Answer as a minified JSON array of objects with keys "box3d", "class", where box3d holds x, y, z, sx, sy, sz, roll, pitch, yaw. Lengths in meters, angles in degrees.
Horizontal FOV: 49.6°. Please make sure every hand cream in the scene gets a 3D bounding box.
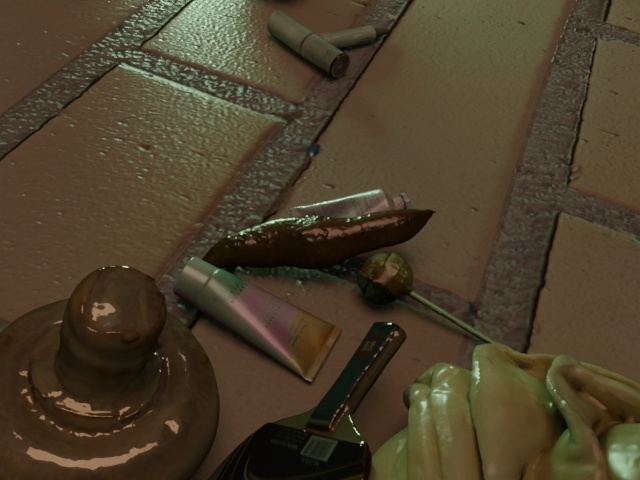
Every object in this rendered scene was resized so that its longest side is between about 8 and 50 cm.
[{"box3d":[-0.068,0.077,0.726,0.174,0.047,0.076,29,48,6],"class":"hand cream"},{"box3d":[0.040,-0.026,0.837,0.142,0.053,0.084,-17,50,-2],"class":"hand cream"}]

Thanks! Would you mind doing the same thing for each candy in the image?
[{"box3d":[0.131,0.079,0.753,0.203,0.061,0.061,32,51,9],"class":"candy"}]

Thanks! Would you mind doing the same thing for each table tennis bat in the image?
[{"box3d":[-0.014,0.181,0.572,0.173,0.022,0.301,-4,37,49],"class":"table tennis bat"}]

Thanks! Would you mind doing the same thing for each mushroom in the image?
[{"box3d":[-0.184,0.129,0.562,0.207,0.209,0.206,3,73,-12],"class":"mushroom"}]

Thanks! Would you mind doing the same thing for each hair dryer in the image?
[{"box3d":[0.029,-0.335,1.123,0.183,0.044,0.155,-29,59,-36],"class":"hair dryer"}]

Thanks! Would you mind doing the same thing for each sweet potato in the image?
[{"box3d":[0.000,0.000,0.777,0.274,0.067,0.067,-9,49,-2],"class":"sweet potato"}]

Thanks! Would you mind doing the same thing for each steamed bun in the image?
[{"box3d":[0.161,0.200,0.533,0.289,0.203,0.275,1,46,-6],"class":"steamed bun"}]
